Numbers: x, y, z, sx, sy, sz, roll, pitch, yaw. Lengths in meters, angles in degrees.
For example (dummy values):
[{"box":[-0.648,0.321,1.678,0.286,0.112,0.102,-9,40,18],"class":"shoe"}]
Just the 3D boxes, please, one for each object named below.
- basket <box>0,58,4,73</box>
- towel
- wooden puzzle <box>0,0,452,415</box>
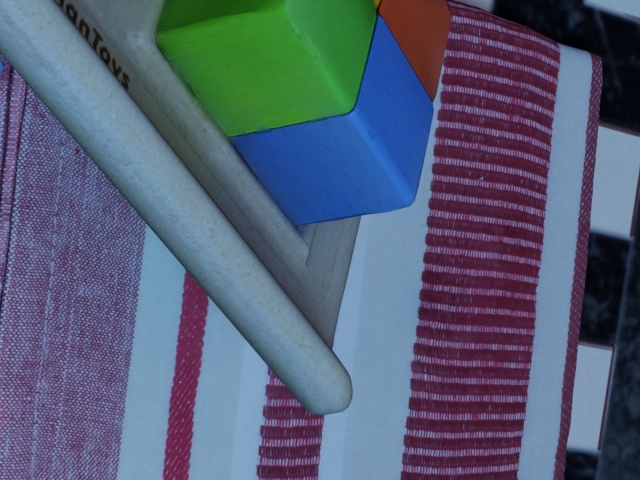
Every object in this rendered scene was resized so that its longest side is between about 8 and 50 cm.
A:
[{"box":[-0.251,-0.105,0.434,0.289,0.254,0.201,55,50,-35],"class":"basket"},{"box":[0.000,0.000,0.681,0.329,0.037,0.237,10,85,-42],"class":"towel"},{"box":[-0.030,-0.167,0.518,0.322,0.080,0.348,53,34,-41],"class":"wooden puzzle"}]
